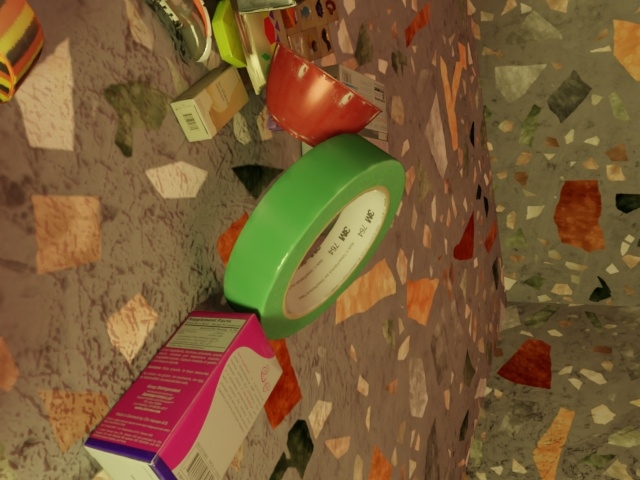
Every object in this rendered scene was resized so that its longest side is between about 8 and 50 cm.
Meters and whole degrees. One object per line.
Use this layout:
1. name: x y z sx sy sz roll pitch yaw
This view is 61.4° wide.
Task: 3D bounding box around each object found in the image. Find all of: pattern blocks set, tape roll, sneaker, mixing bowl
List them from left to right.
1. sneaker: -0.188 -0.303 0.682 0.064 0.061 0.158 -28 116 -29
2. pattern blocks set: -0.093 -0.329 0.817 0.285 0.026 0.325 -53 135 -61
3. mixing bowl: -0.011 -0.196 0.780 0.098 0.181 0.181 -56 154 13
4. tape roll: 0.000 0.000 0.801 0.321 0.077 0.321 -44 157 -23

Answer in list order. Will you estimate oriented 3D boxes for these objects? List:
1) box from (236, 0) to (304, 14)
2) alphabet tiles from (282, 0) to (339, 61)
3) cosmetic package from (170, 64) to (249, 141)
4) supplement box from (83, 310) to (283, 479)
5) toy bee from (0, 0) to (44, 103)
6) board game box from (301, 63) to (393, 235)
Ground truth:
1. box: -0.066 -0.550 0.734 0.318 0.097 0.395 -63 148 -53
2. alphabet tiles: -0.050 -0.499 0.970 0.285 0.011 0.343 -47 129 -52
3. cosmetic package: -0.149 -0.191 0.745 0.115 0.041 0.060 -61 139 -43
4. supplement box: -0.153 0.199 0.657 0.220 0.113 0.111 -55 134 -45
5. toy bee: -0.297 -0.211 0.355 0.298 0.162 0.196 22 72 -59
6. board game box: 0.056 -0.167 1.066 0.224 0.097 0.304 -8 95 -60
